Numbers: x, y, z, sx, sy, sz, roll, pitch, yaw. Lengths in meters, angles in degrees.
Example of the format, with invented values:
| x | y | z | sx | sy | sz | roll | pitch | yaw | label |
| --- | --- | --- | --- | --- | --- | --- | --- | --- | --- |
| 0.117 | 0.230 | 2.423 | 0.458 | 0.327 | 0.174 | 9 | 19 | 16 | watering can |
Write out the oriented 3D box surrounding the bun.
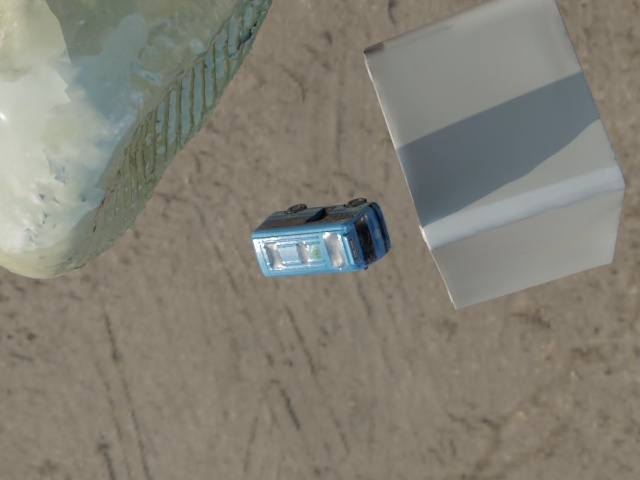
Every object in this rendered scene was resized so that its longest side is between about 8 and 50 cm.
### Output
| x | y | z | sx | sy | sz | roll | pitch | yaw | label |
| --- | --- | --- | --- | --- | --- | --- | --- | --- | --- |
| -0.114 | -0.093 | 0.595 | 0.133 | 0.231 | 0.231 | 34 | 135 | 1 | bun |

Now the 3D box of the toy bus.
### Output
| x | y | z | sx | sy | sz | roll | pitch | yaw | label |
| --- | --- | --- | --- | --- | --- | --- | --- | --- | --- |
| 0.000 | 0.000 | 0.811 | 0.083 | 0.046 | 0.038 | -5 | 110 | 34 | toy bus |

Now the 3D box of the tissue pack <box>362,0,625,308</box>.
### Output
| x | y | z | sx | sy | sz | roll | pitch | yaw | label |
| --- | --- | --- | --- | --- | --- | --- | --- | --- | --- |
| 0.131 | -0.058 | 0.940 | 0.136 | 0.160 | 0.246 | -19 | 164 | 5 | tissue pack |
